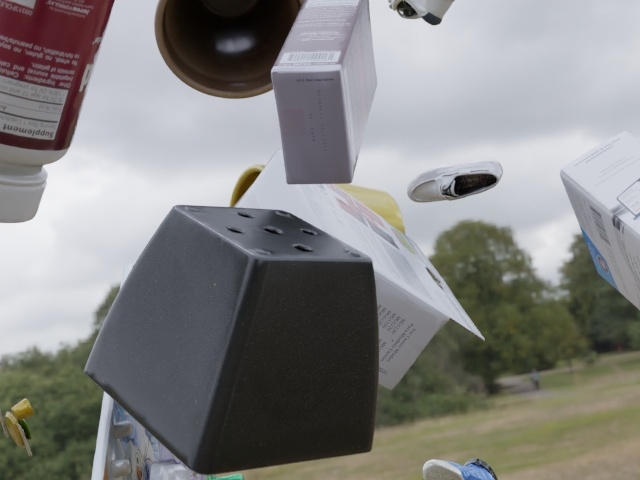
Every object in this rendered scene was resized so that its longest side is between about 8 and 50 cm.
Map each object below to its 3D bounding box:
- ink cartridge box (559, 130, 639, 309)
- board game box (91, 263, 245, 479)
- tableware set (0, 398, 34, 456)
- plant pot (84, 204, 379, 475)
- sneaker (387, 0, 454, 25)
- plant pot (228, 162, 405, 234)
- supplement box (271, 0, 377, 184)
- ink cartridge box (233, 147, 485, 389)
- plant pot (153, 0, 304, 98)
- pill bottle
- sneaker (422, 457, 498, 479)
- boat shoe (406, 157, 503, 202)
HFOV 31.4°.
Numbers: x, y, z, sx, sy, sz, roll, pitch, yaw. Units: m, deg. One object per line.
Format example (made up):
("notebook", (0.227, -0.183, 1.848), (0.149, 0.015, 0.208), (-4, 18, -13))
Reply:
("ink cartridge box", (0.310, 0.008, 1.017), (0.082, 0.140, 0.191), (-33, 35, -4))
("board game box", (-0.130, 0.279, 1.132), (0.050, 0.390, 0.390), (-12, 34, 4))
("tableware set", (-0.390, 0.196, 1.400), (0.024, 0.104, 0.154), (-26, 26, -30))
("plant pot", (-0.059, 0.068, 0.951), (0.187, 0.167, 0.188), (2, 18, -42))
("sneaker", (0.144, -0.425, 1.915), (0.094, 0.091, 0.258), (25, 11, -26))
("plant pot", (0.000, 0.000, 1.874), (0.239, 0.254, 0.254), (-2, -11, -26))
("supplement box", (0.010, -0.173, 1.215), (0.073, 0.130, 0.239), (0, 32, 11))
("ink cartridge box", (0.041, 0.047, 1.525), (0.272, 0.130, 0.309), (32, 14, -25))
("plant pot", (-0.152, -0.409, 1.972), (0.263, 0.263, 0.229), (-10, 33, 1))
("pill bottle", (-0.423, -0.237, 1.545), (0.224, 0.392, 0.224), (19, 14, -5))
("sneaker", (0.223, 0.374, 1.800), (0.152, 0.058, 0.084), (28, 23, -13))
("boat shoe", (0.246, -0.102, 2.102), (0.184, 0.066, 0.063), (-8, 24, 15))
